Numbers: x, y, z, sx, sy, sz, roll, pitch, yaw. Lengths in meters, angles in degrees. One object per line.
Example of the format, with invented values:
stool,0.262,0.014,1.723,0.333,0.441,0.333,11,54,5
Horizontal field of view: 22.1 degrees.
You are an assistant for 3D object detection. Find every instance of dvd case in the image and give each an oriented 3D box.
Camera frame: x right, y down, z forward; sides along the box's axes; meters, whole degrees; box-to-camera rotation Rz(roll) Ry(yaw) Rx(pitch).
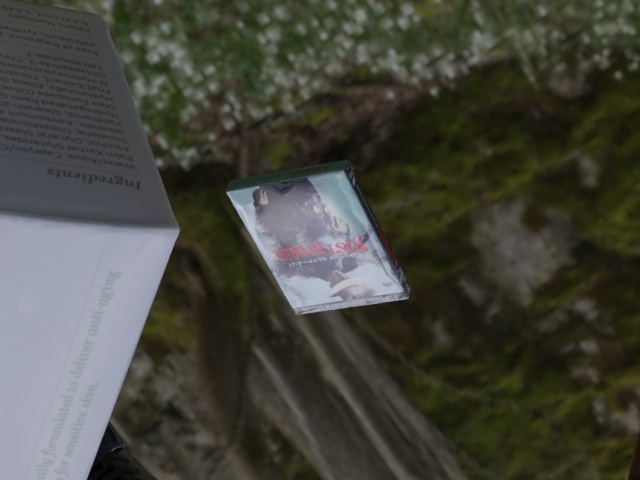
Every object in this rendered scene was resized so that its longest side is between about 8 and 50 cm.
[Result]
dvd case,0.000,0.000,1.088,0.087,0.119,0.013,-9,-138,23

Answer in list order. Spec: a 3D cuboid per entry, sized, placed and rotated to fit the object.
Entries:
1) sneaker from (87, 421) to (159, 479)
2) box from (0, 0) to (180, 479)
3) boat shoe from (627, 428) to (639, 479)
sneaker,-0.116,0.128,0.798,0.086,0.163,0.226,-41,180,-17
box,-0.100,0.003,0.373,0.101,0.102,0.087,-66,-150,33
boat shoe,0.227,0.210,0.893,0.105,0.285,0.089,-6,170,21
